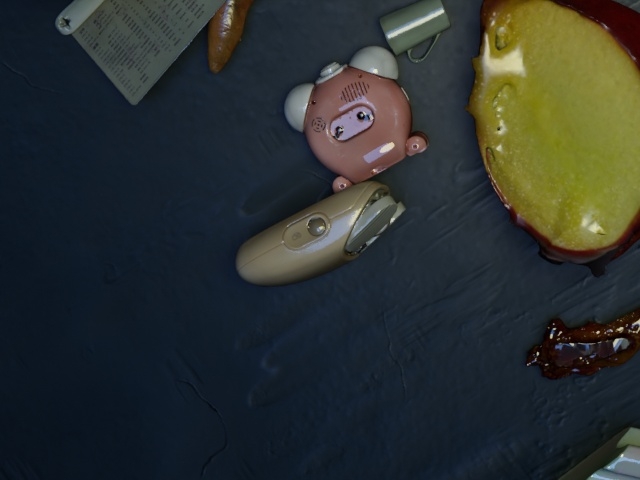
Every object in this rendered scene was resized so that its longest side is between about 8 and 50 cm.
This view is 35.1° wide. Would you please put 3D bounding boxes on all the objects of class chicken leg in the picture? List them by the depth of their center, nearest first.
[{"bbox_3d":[0.379,0.131,1.361,0.219,0.048,0.090,-19,100,12],"label":"chicken leg"}]

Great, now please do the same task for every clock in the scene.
[{"bbox_3d":[0.046,-0.161,1.336,0.165,0.093,0.162,-28,92,13],"label":"clock"}]

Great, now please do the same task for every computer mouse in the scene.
[{"bbox_3d":[0.000,0.000,1.343,0.236,0.145,0.082,-25,80,10],"label":"computer mouse"}]

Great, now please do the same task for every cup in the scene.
[{"bbox_3d":[0.127,-0.273,1.320,0.083,0.054,0.075,-24,95,10],"label":"cup"}]

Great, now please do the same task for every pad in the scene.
[{"bbox_3d":[-0.214,-0.327,1.358,0.265,0.009,0.159,-47,72,14],"label":"pad"}]

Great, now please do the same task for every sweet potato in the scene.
[{"bbox_3d":[-0.112,-0.320,1.347,0.058,0.055,0.202,18,103,-32],"label":"sweet potato"}]

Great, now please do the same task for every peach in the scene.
[{"bbox_3d":[0.326,-0.160,1.242,0.257,0.201,0.362,-31,89,39],"label":"peach"}]

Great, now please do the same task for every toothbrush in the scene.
[{"bbox_3d":[-0.218,-0.400,1.346,0.386,0.040,0.040,-36,94,22],"label":"toothbrush"}]

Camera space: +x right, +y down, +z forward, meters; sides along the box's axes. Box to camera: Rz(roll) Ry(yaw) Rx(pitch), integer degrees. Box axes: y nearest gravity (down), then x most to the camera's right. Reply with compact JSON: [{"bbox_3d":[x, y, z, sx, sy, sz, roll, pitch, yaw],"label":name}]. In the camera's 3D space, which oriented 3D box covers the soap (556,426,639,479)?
[{"bbox_3d":[0.486,0.379,1.357,0.346,0.115,0.208,12,101,6],"label":"soap"}]
